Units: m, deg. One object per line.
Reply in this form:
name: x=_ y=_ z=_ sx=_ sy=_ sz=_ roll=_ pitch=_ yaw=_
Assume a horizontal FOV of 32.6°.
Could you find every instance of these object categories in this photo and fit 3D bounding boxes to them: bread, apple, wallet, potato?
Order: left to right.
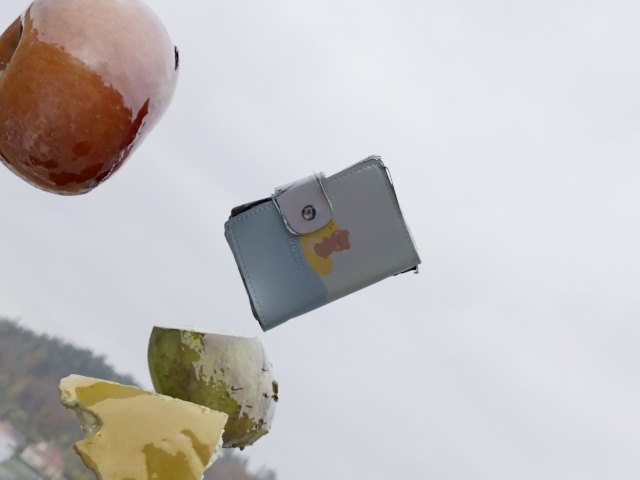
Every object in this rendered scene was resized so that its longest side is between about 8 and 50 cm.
apple: x=-0.304 y=-0.185 z=1.351 sx=0.206 sy=0.252 sz=0.271 roll=35 pitch=-36 yaw=-24
bread: x=-0.260 y=0.305 z=1.420 sx=0.224 sy=0.211 sz=0.184 roll=20 pitch=-24 yaw=0
potato: x=-0.153 y=0.204 z=1.616 sx=0.141 sy=0.176 sz=0.298 roll=2 pitch=-30 yaw=23
wallet: x=0.000 y=0.000 z=1.381 sx=0.069 sy=0.230 sz=0.170 roll=8 pitch=60 yaw=-80
